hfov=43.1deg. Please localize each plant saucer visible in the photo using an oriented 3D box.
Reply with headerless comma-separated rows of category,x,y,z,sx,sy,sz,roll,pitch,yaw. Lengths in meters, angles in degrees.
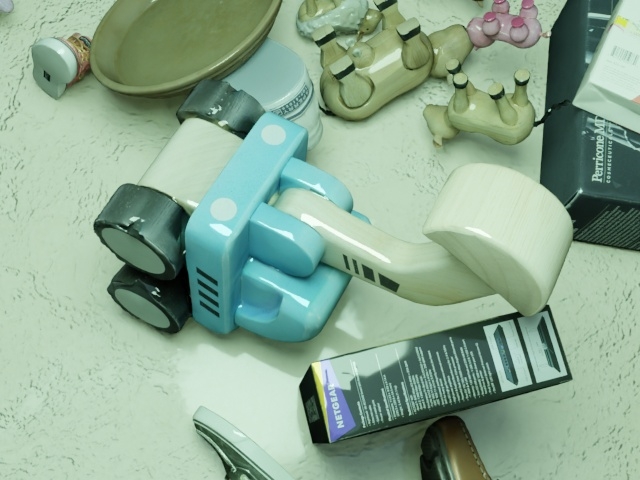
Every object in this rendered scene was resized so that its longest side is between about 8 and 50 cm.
plant saucer,-0.169,-0.281,1.047,0.277,0.041,0.278,-13,50,16

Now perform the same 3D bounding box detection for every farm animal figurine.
farm animal figurine,0.139,-0.242,1.107,0.326,0.172,0.330,-14,59,12

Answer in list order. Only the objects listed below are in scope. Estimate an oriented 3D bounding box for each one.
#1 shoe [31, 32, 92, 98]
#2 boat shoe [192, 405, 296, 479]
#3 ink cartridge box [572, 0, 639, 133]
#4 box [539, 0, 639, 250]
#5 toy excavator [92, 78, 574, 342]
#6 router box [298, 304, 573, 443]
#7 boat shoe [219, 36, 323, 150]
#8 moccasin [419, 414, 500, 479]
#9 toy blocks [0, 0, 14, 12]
shoe,-0.336,-0.250,1.083,0.063,0.178,0.081,44,71,-13
boat shoe,-0.081,0.290,0.974,0.219,0.078,0.070,41,74,8
ink cartridge box,0.403,-0.236,0.984,0.115,0.067,0.198,26,75,6
box,0.477,-0.164,1.093,0.312,0.179,0.343,8,72,1
toy excavator,0.000,0.000,0.880,0.445,0.433,0.222,26,61,7
router box,0.105,0.159,0.904,0.242,0.309,0.081,-13,77,-8
boat shoe,-0.105,-0.228,1.111,0.136,0.156,0.367,-40,50,-9
moccasin,0.243,0.371,0.934,0.147,0.139,0.380,-29,77,-12
toy blocks,-0.494,-0.421,1.091,0.288,0.309,0.260,-40,105,22
